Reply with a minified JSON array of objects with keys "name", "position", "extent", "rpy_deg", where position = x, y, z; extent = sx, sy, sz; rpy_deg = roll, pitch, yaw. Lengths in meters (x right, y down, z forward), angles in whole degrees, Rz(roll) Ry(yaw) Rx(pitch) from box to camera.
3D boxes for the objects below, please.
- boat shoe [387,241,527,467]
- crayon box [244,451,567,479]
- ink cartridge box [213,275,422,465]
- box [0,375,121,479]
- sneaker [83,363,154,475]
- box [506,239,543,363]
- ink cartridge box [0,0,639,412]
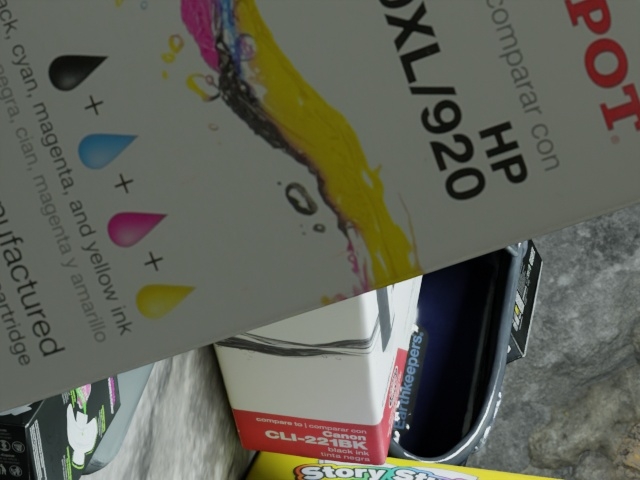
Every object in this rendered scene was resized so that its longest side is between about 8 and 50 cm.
[{"name":"boat shoe","position":[0.099,-0.017,1.224],"extent":[0.156,0.186,0.500],"rpy_deg":[128,-28,-71]},{"name":"crayon box","position":[0.097,0.270,0.959],"extent":[0.313,0.362,0.106],"rpy_deg":[-56,150,-68]},{"name":"ink cartridge box","position":[0.000,0.000,0.970],"extent":[0.273,0.114,0.197],"rpy_deg":[80,19,-52]},{"name":"box","position":[-0.117,0.061,0.523],"extent":[0.083,0.062,0.052],"rpy_deg":[-66,157,-58]},{"name":"sneaker","position":[-0.019,-0.020,0.604],"extent":[0.124,0.178,0.296],"rpy_deg":[15,92,-74]},{"name":"box","position":[0.151,-0.023,1.562],"extent":[0.257,0.079,0.322],"rpy_deg":[60,19,-10]},{"name":"ink cartridge box","position":[-0.008,-0.071,0.446],"extent":[0.168,0.232,0.171],"rpy_deg":[-34,105,-76]}]
